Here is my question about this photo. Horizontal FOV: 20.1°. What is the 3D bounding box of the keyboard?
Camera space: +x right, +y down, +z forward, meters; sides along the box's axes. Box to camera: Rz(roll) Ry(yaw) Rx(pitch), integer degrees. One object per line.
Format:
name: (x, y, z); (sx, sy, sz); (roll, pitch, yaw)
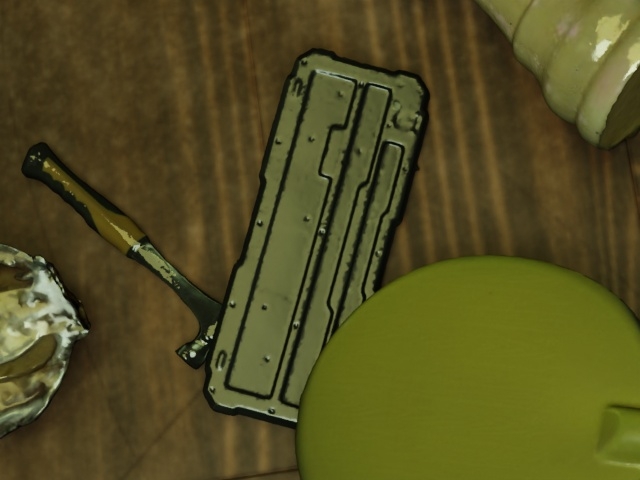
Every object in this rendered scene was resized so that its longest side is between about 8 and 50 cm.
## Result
keyboard: (0.000, 0.000, 1.232); (0.106, 0.016, 0.262); (15, 79, 3)

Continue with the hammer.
hammer: (-0.130, -0.003, 1.261); (0.201, 0.021, 0.078); (42, 86, 16)

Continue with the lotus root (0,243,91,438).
lotus root: (-0.316, 0.094, 1.246); (0.329, 0.078, 0.167); (-20, 96, 3)

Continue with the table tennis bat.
table tennis bat: (0.159, 0.116, 1.094); (0.368, 0.054, 0.224); (4, 65, 22)

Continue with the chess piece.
chess piece: (0.075, -0.221, 1.240); (0.397, 0.117, 0.117); (39, 85, 19)
